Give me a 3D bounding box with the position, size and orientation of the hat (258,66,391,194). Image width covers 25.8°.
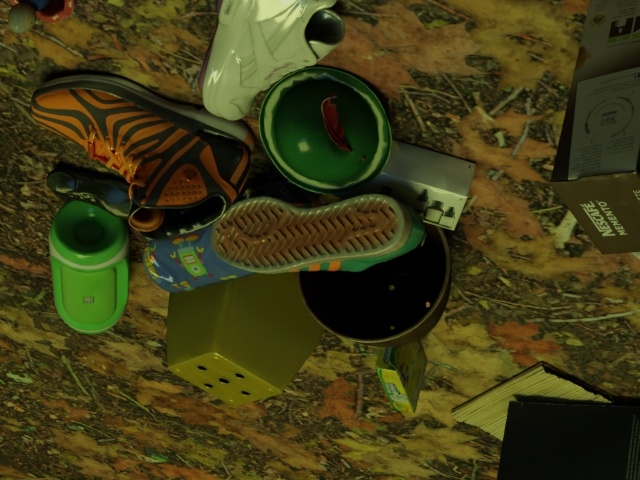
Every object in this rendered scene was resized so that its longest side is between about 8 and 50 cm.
[{"bbox_3d":[-0.013,-0.106,1.719,0.173,0.183,0.208,-11,118,18],"label":"hat"}]

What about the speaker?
[{"bbox_3d":[-0.377,0.046,2.288,0.131,0.131,0.296,17,151,1],"label":"speaker"}]

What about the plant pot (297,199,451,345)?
[{"bbox_3d":[0.101,0.068,2.017,0.215,0.215,0.230,7,165,18],"label":"plant pot"}]

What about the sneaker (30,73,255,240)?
[{"bbox_3d":[-0.261,-0.110,1.898,0.321,0.180,0.124,13,151,7],"label":"sneaker"}]

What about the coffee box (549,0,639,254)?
[{"bbox_3d":[0.333,-0.128,1.479,0.098,0.246,0.141,-7,143,36],"label":"coffee box"}]

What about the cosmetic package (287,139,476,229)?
[{"bbox_3d":[0.080,-0.089,1.874,0.239,0.060,0.099,16,150,2],"label":"cosmetic package"}]

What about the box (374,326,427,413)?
[{"bbox_3d":[0.132,0.199,2.298,0.043,0.105,0.179,6,148,18],"label":"box"}]

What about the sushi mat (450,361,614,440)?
[{"bbox_3d":[0.360,0.290,2.421,0.151,0.019,0.316,24,150,-14],"label":"sushi mat"}]

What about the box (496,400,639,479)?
[{"bbox_3d":[0.502,0.429,2.397,0.312,0.179,0.343,0,149,26],"label":"box"}]

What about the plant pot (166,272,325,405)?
[{"bbox_3d":[-0.131,0.147,2.266,0.212,0.187,0.212,34,148,-26],"label":"plant pot"}]

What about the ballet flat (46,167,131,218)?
[{"bbox_3d":[-0.336,-0.077,2.150,0.173,0.057,0.049,19,-168,-1],"label":"ballet flat"}]

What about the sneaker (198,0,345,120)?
[{"bbox_3d":[-0.059,-0.224,1.660,0.152,0.114,0.305,20,151,-2],"label":"sneaker"}]

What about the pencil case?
[{"bbox_3d":[-0.138,-0.004,2.076,0.306,0.119,0.133,-16,118,45],"label":"pencil case"}]

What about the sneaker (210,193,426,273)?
[{"bbox_3d":[0.000,0.000,1.886,0.302,0.108,0.121,-2,167,28],"label":"sneaker"}]

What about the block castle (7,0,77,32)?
[{"bbox_3d":[-0.378,-0.424,1.390,0.303,0.213,0.453,17,151,1],"label":"block castle"}]

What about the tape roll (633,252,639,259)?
[{"bbox_3d":[0.474,-0.039,1.559,0.169,0.246,0.246,35,146,-30],"label":"tape roll"}]
